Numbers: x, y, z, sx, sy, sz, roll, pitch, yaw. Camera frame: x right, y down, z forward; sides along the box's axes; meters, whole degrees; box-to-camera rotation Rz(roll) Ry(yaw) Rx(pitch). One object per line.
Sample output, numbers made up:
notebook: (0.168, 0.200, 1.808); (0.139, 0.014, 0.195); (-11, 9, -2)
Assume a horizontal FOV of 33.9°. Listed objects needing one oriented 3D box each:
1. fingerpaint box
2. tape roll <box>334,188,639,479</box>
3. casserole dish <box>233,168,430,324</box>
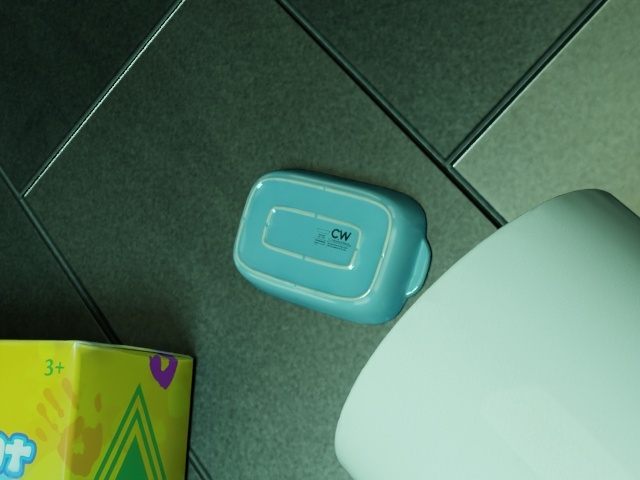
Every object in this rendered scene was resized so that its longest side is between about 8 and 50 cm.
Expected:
fingerpaint box: (-0.350, 0.274, 0.934); (0.445, 0.163, 0.371); (-1, 79, 30)
tape roll: (0.154, 0.114, 0.629); (0.246, 0.246, 0.169); (-51, 60, 11)
casserole dish: (0.000, 0.000, 0.864); (0.188, 0.037, 0.114); (16, 88, 31)
